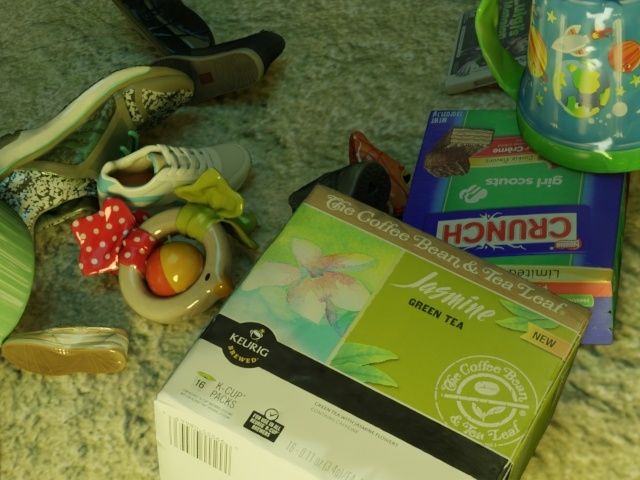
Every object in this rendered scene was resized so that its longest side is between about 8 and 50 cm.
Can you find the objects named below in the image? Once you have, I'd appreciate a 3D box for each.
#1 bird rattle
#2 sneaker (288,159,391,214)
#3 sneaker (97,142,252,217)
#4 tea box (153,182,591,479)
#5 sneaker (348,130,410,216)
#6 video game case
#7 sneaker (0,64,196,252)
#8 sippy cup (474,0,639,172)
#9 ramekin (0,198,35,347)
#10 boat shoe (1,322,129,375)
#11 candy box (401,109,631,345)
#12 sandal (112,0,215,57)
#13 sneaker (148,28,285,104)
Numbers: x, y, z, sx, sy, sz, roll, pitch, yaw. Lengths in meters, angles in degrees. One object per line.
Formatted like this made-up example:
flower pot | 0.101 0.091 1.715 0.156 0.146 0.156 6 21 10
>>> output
bird rattle | -0.209 0.013 1.750 0.253 0.143 0.207 -17 58 5
sneaker | 0.000 0.000 1.723 0.130 0.087 0.228 -4 57 54
sneaker | -0.205 -0.093 1.855 0.228 0.092 0.087 -17 62 -15
tea box | 0.053 0.171 1.348 0.329 0.220 0.323 25 54 15
sneaker | 0.085 -0.091 1.812 0.067 0.064 0.175 -12 46 -17
video game case | 0.281 -0.304 1.961 0.173 0.022 0.190 -12 40 27
sneaker | -0.337 -0.108 1.949 0.410 0.158 0.182 -35 75 -20
sippy cup | 0.347 -0.239 1.573 0.305 0.224 0.240 -7 41 5
ramekin | -0.528 0.044 1.739 0.303 0.148 0.303 -13 61 25
boat shoe | -0.330 0.138 1.704 0.170 0.063 0.059 3 42 9
candy box | 0.243 -0.024 1.626 0.268 0.122 0.317 1 46 18
sandal | -0.278 -0.381 2.230 0.120 0.086 0.303 -23 56 -14
sneaker | -0.167 -0.279 2.094 0.222 0.083 0.118 -2 25 27
